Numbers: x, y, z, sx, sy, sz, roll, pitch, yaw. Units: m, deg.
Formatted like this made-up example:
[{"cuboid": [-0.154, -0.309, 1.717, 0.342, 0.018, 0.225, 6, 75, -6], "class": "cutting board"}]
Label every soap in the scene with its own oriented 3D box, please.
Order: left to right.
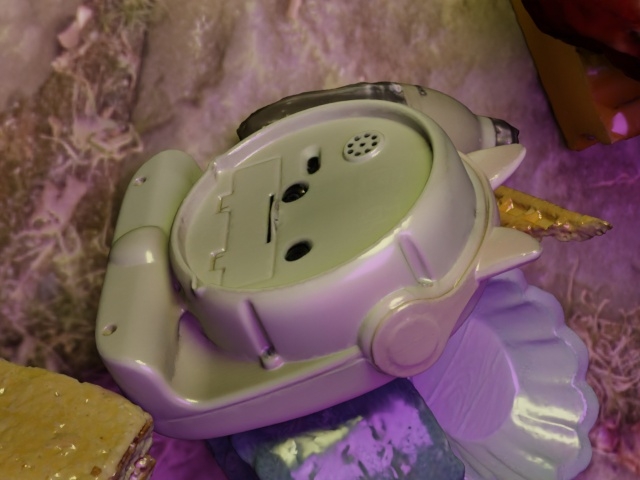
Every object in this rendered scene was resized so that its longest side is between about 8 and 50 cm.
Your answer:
[{"cuboid": [0.347, -0.226, 1.295, 0.324, 0.096, 0.204, -22, 96, -20], "class": "soap"}]

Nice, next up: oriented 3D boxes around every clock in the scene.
[{"cuboid": [0.000, 0.000, 1.015, 0.324, 0.265, 0.108, -17, 126, 13], "class": "clock"}]

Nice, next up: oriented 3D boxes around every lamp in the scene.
[{"cuboid": [0.052, -0.090, 1.174, 0.250, 0.101, 0.101, 4, 87, -17], "class": "lamp"}]

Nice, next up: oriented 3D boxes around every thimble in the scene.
[{"cuboid": [-0.001, 0.161, 1.079, 0.143, 0.235, 0.198, -33, 118, -13], "class": "thimble"}]

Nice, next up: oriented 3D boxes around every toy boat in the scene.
[{"cuboid": [0.122, 0.110, 1.175, 0.290, 0.100, 0.199, 46, 56, -26], "class": "toy boat"}]

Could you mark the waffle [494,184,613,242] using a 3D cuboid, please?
[{"cuboid": [0.141, -0.003, 1.159, 0.125, 0.191, 0.032, -32, 121, -20], "class": "waffle"}]

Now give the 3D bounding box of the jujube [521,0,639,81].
[{"cuboid": [0.347, -0.246, 1.114, 0.377, 0.276, 0.276, 6, 86, -33], "class": "jujube"}]

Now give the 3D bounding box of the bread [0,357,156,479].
[{"cuboid": [-0.219, 0.167, 0.949, 0.138, 0.196, 0.102, -61, 151, -42], "class": "bread"}]
